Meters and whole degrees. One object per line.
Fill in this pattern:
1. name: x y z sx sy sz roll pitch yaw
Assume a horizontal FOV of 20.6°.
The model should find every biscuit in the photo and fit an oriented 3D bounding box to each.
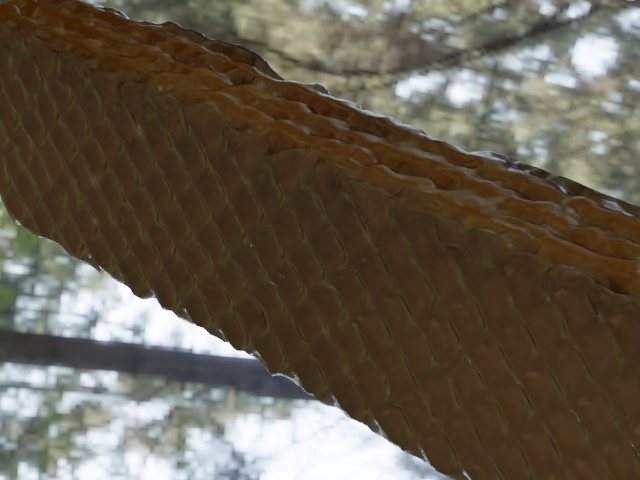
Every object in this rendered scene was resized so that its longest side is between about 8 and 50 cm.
1. biscuit: 0.000 0.000 0.581 0.378 0.054 0.094 26 -53 43
